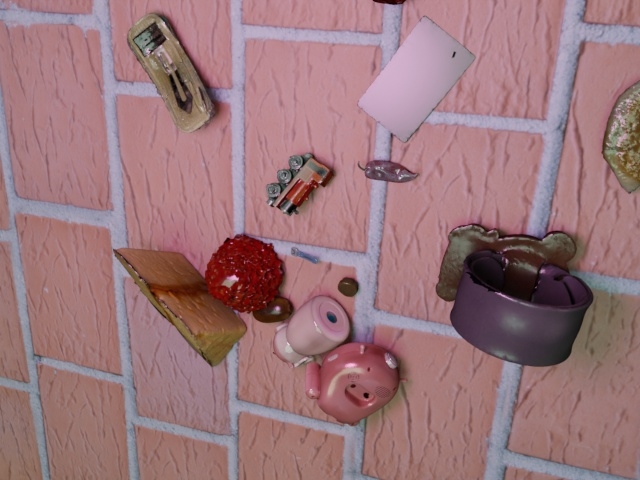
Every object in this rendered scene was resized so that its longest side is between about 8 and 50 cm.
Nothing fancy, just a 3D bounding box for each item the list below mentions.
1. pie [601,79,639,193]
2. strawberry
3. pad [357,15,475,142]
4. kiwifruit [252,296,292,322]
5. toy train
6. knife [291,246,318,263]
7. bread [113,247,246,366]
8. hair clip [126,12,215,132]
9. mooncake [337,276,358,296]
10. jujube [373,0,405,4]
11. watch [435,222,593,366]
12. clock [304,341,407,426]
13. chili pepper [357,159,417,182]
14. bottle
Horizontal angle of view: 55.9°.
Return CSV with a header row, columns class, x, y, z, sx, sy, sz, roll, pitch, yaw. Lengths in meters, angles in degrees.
class,x,y,z,sx,sy,sz,roll,pitch,yaw
pie,0.763,-0.229,1.301,0.303,0.067,0.302,6,110,15
strawberry,-0.223,0.090,1.660,0.234,0.178,0.233,0,89,9
pad,0.226,-0.383,1.455,0.160,0.009,0.265,40,114,1
kiwifruit,-0.142,0.202,1.751,0.125,0.075,0.075,-6,107,24
toy train,-0.060,-0.143,1.570,0.118,0.074,0.176,39,91,19
knife,-0.046,0.044,1.680,0.096,0.010,0.027,21,121,32
bread,-0.432,0.208,1.714,0.242,0.405,0.345,-44,79,16
hair clip,-0.380,-0.436,1.592,0.138,0.091,0.321,-30,87,24
mooncake,-0.004,0.004,1.643,0.151,0.057,0.346,-9,107,21
jujube,0.168,-0.631,1.305,0.168,0.168,0.236,19,120,11
watch,0.429,0.135,1.397,0.336,0.327,0.313,17,113,13
clock,0.110,0.392,1.669,0.241,0.142,0.227,-36,119,22
chili pepper,0.168,-0.175,1.531,0.153,0.041,0.050,7,132,-1
bottle,-0.043,0.268,1.709,0.147,0.147,0.236,49,124,-3
